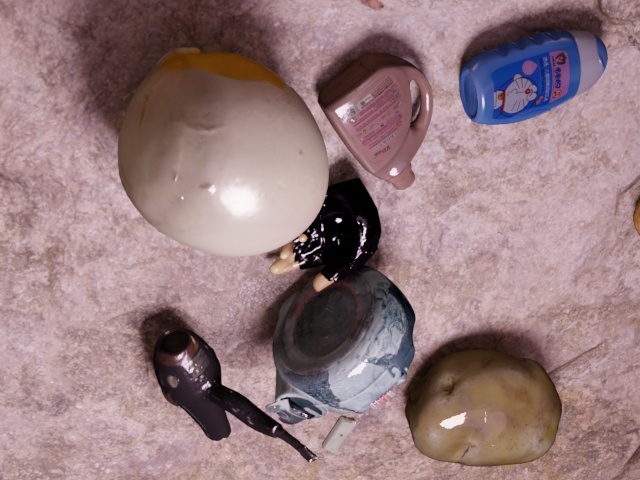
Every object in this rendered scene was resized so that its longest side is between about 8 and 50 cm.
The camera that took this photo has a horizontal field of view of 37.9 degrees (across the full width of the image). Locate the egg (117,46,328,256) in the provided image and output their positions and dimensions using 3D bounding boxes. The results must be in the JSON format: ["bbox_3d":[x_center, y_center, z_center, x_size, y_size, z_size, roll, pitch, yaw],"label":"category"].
[{"bbox_3d":[-0.132,-0.116,1.353,0.283,0.283,0.345,-48,132,11],"label":"egg"}]

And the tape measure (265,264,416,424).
[{"bbox_3d":[0.038,0.175,1.632,0.275,0.256,0.147,-24,134,26],"label":"tape measure"}]

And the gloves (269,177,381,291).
[{"bbox_3d":[0.000,0.000,1.593,0.203,0.124,0.164,-21,100,21],"label":"gloves"}]

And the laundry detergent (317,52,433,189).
[{"bbox_3d":[0.119,-0.196,1.537,0.171,0.076,0.237,-39,128,4],"label":"laundry detergent"}]

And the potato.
[{"bbox_3d":[0.333,0.338,1.886,0.326,0.221,0.243,-1,111,-11],"label":"potato"}]

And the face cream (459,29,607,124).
[{"bbox_3d":[0.370,-0.281,1.588,0.264,0.083,0.149,-19,130,-12],"label":"face cream"}]

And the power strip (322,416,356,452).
[{"bbox_3d":[0.040,0.401,1.927,0.040,0.016,0.090,19,112,-33],"label":"power strip"}]

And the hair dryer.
[{"bbox_3d":[-0.134,0.312,1.600,0.120,0.359,0.304,-43,140,-27],"label":"hair dryer"}]

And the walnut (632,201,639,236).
[{"bbox_3d":[0.725,-0.051,1.847,0.197,0.165,0.165,-30,128,6],"label":"walnut"}]
